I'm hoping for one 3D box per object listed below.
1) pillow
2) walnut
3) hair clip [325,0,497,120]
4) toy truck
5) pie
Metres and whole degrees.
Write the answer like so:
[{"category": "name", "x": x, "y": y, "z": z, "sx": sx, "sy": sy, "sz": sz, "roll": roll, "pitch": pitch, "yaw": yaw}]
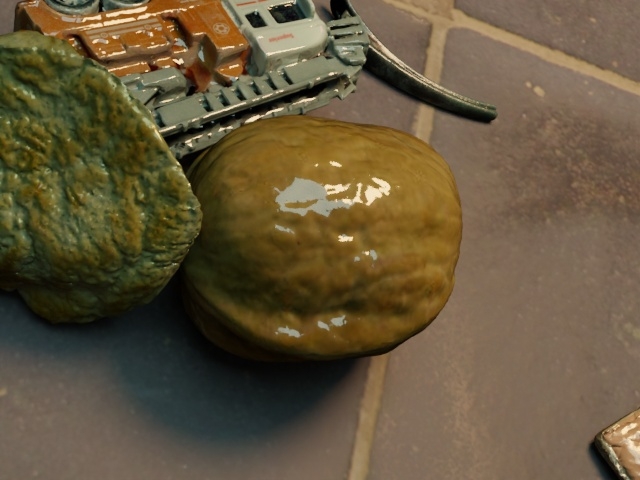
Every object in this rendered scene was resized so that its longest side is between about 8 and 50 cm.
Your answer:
[{"category": "pillow", "x": 0.397, "y": 0.208, "z": 1.392, "sx": 0.232, "sy": 0.043, "sz": 0.126, "roll": -23, "pitch": 79, "yaw": -33}, {"category": "walnut", "x": 0.000, "y": 0.000, "z": 1.227, "sx": 0.283, "sy": 0.227, "sz": 0.283, "roll": 7, "pitch": 55, "yaw": -10}, {"category": "hair clip", "x": 0.096, "y": -0.188, "z": 1.488, "sx": 0.229, "sy": 0.039, "sz": 0.070, "roll": 33, "pitch": 57, "yaw": -9}, {"category": "toy truck", "x": -0.116, "y": -0.170, "z": 1.305, "sx": 0.338, "sy": 0.133, "sz": 0.184, "roll": -16, "pitch": 56, "yaw": -29}, {"category": "pie", "x": -0.237, "y": -0.051, "z": 1.148, "sx": 0.274, "sy": 0.257, "sz": 0.105, "roll": 34, "pitch": 31, "yaw": -1}]
